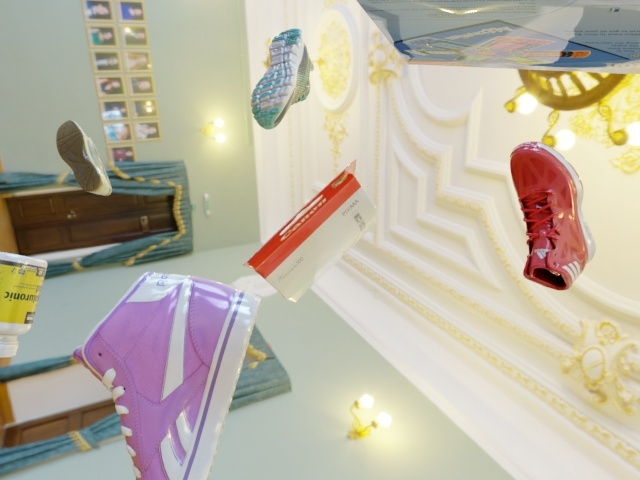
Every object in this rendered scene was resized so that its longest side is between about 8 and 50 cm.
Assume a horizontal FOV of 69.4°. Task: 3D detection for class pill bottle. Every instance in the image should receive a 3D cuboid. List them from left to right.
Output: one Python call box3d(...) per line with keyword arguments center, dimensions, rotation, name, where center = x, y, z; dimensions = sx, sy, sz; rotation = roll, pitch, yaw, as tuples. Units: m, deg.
box3d(center=(-0.369, 0.074, 0.541), dimensions=(0.065, 0.065, 0.116), rotation=(168, -67, -66), name="pill bottle")

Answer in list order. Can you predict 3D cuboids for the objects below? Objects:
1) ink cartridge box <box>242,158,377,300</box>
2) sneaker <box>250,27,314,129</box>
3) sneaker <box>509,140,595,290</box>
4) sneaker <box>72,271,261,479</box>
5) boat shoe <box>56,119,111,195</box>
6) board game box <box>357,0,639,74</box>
box3d(center=(0.000, 0.000, 1.059), dimensions=(0.091, 0.308, 0.385), rotation=(46, -3, 9), name="ink cartridge box")
box3d(center=(-0.042, -0.213, 0.642), dimensions=(0.065, 0.076, 0.166), rotation=(1, -118, 31), name="sneaker")
box3d(center=(0.325, -0.026, 0.662), dimensions=(0.087, 0.128, 0.221), rotation=(-21, -73, 48), name="sneaker")
box3d(center=(-0.173, 0.169, 0.465), dimensions=(0.102, 0.161, 0.281), rotation=(154, -49, -81), name="sneaker")
box3d(center=(-0.427, -0.148, 0.840), dimensions=(0.153, 0.056, 0.048), rotation=(55, 1, 12), name="boat shoe")
box3d(center=(0.179, -0.152, 0.322), dimensions=(0.282, 0.145, 0.027), rotation=(13, -85, 25), name="board game box")
